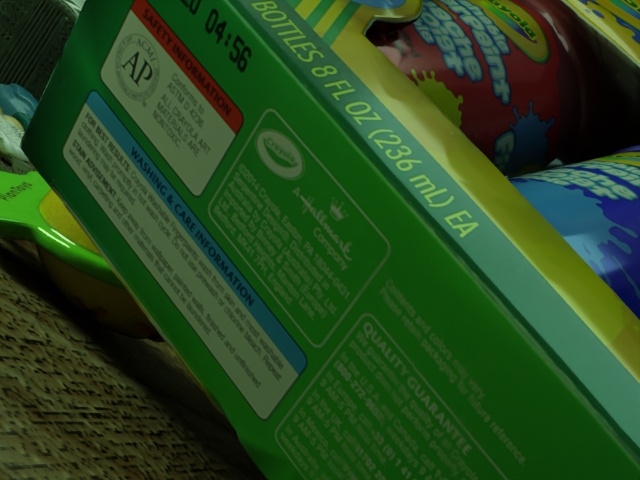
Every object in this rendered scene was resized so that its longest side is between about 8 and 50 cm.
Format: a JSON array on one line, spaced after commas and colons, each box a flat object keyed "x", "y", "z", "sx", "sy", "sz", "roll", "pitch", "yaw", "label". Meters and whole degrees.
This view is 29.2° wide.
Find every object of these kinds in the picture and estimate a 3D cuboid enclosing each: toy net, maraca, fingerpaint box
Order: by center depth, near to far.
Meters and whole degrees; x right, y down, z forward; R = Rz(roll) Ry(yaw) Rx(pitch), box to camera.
[{"x": 0.137, "y": 0.028, "z": 0.613, "sx": 0.371, "sy": 0.163, "sz": 0.445, "roll": -12, "pitch": 55, "yaw": -48, "label": "fingerpaint box"}, {"x": -0.112, "y": -0.002, "z": 0.687, "sx": 0.186, "sy": 0.099, "sz": 0.127, "roll": 19, "pitch": 13, "yaw": 0, "label": "maraca"}, {"x": -0.208, "y": -0.059, "z": 0.851, "sx": 0.122, "sy": 0.045, "sz": 0.232, "roll": 46, "pitch": 3, "yaw": -12, "label": "toy net"}]

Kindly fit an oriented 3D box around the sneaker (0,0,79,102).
[{"x": -0.217, "y": -0.149, "z": 1.230, "sx": 0.295, "sy": 0.124, "sz": 0.178, "roll": 48, "pitch": 6, "yaw": -12, "label": "sneaker"}]

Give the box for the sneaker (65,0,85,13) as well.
[{"x": -0.311, "y": -0.236, "z": 1.444, "sx": 0.257, "sy": 0.169, "sz": 0.447, "roll": 50, "pitch": 13, "yaw": 12, "label": "sneaker"}]
